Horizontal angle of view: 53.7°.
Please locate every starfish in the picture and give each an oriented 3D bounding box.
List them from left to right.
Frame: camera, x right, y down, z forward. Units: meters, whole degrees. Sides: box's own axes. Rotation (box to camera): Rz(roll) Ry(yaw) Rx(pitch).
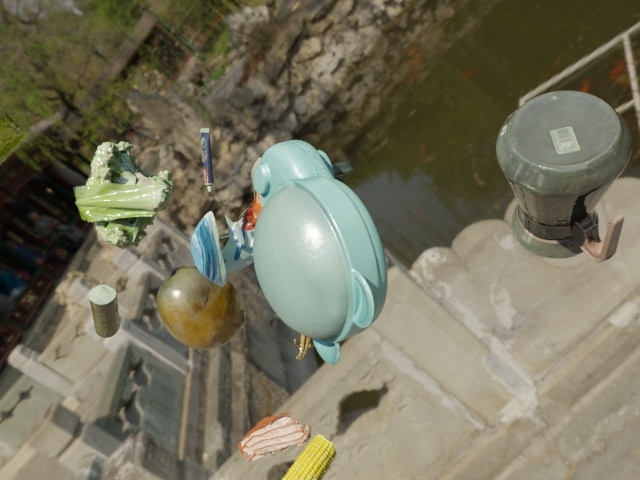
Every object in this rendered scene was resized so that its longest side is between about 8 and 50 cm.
[{"bbox_3d":[-0.065,0.218,1.631,0.074,0.146,0.190,-36,31,15],"label":"starfish"}]

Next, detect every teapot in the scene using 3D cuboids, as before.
[{"bbox_3d":[0.524,-0.114,1.345,0.253,0.344,0.300,-30,55,-1],"label":"teapot"}]

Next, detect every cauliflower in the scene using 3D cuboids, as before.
[{"bbox_3d":[-0.449,-0.108,1.537,0.315,0.239,0.256,4,69,31],"label":"cauliflower"}]

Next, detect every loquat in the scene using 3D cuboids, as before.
[{"bbox_3d":[-0.275,0.155,1.448,0.179,0.227,0.179,-18,54,26],"label":"loquat"}]

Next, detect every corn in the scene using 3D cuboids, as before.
[{"bbox_3d":[-0.049,0.588,1.542,0.248,0.081,0.081,-47,16,-28],"label":"corn"}]

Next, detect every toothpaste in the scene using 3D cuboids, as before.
[{"bbox_3d":[-0.247,-0.174,1.376,0.021,0.140,0.037,-13,18,-37],"label":"toothpaste"}]

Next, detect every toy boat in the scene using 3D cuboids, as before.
[{"bbox_3d":[-0.130,0.018,0.933,0.034,0.149,0.105,0,79,41],"label":"toy boat"}]

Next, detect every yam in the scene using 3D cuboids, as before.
[{"bbox_3d":[-0.549,0.181,1.614,0.169,0.068,0.068,106,-174,-51],"label":"yam"}]

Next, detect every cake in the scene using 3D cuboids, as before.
[{"bbox_3d":[-0.126,0.541,1.740,0.135,0.098,0.287,-27,-5,-42],"label":"cake"}]

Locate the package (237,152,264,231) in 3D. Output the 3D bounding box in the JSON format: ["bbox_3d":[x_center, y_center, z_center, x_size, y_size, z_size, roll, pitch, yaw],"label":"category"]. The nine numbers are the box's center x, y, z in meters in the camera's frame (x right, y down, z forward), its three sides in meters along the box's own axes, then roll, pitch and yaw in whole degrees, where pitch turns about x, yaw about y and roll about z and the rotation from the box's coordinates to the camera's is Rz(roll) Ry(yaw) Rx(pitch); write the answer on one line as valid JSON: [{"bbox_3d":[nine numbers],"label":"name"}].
[{"bbox_3d":[-0.072,-0.055,1.039,0.232,0.040,0.166,27,101,51],"label":"package"}]

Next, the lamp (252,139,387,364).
[{"bbox_3d":[-0.011,0.001,0.805,0.209,0.147,0.284,123,145,-53],"label":"lamp"}]

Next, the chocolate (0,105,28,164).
[{"bbox_3d":[-0.833,-0.222,1.355,0.289,0.137,0.301,-52,-13,-16],"label":"chocolate"}]
